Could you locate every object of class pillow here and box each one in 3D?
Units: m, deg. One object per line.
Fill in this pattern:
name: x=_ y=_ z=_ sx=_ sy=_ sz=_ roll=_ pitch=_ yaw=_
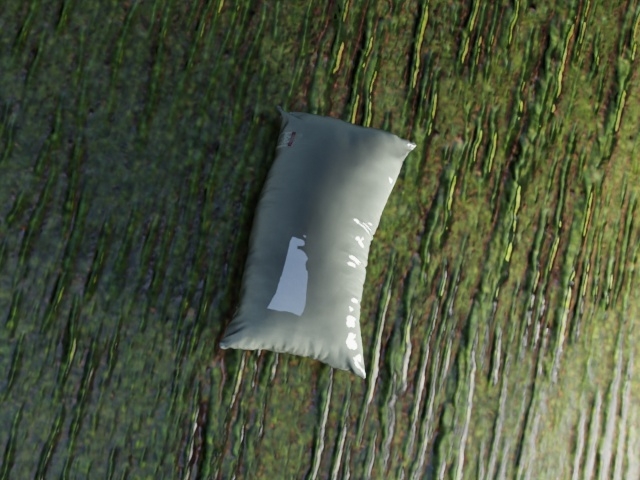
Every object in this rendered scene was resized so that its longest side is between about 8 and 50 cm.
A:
pillow: x=0.001 y=0.001 z=1.654 sx=0.144 sy=0.078 sz=0.254 roll=19 pitch=72 yaw=-18
